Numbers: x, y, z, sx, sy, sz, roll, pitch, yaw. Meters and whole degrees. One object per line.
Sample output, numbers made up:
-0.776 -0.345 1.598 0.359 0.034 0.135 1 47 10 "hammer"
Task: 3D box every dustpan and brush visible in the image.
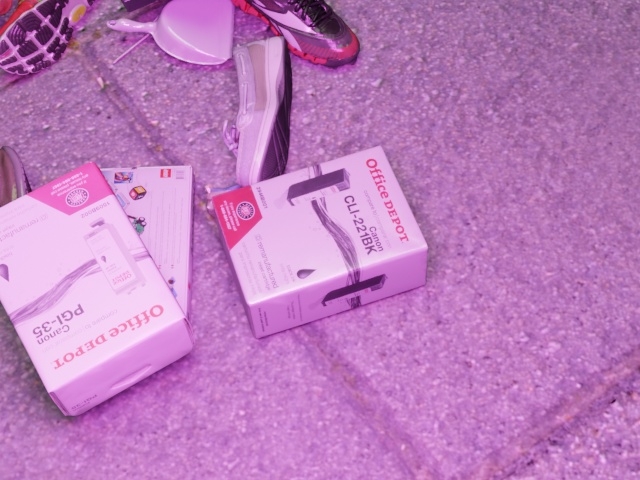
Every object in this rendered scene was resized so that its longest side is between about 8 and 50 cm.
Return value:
-0.259 -0.369 1.769 0.211 0.060 0.147 8 61 -14 "dustpan and brush"

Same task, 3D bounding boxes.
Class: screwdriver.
-0.298 -0.363 1.795 0.170 0.025 0.024 -41 66 -21 "screwdriver"

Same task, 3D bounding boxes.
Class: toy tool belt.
-0.137 -0.069 1.598 0.083 0.052 0.051 -7 68 -2 "toy tool belt"

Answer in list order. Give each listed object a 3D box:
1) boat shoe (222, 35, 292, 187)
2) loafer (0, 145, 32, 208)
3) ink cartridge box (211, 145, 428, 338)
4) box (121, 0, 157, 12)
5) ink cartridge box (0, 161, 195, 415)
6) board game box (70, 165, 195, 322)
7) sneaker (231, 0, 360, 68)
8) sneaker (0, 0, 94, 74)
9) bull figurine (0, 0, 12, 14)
-0.106 -0.200 1.642 0.103 0.118 0.320 -2 55 8 "boat shoe"
-0.480 -0.036 1.568 0.087 0.094 0.251 -14 60 -10 "loafer"
0.000 0.000 1.512 0.273 0.114 0.197 -17 60 -9 "ink cartridge box"
-0.202 -0.505 1.758 0.216 0.060 0.270 -6 36 43 "box"
-0.329 0.065 1.419 0.207 0.117 0.283 -29 68 -13 "ink cartridge box"
-0.290 0.027 1.545 0.193 0.053 0.305 -2 59 0 "board game box"
-0.045 -0.399 1.729 0.276 0.135 0.097 39 65 9 "sneaker"
-0.491 -0.395 1.798 0.118 0.107 0.279 12 56 31 "sneaker"
-0.680 -0.411 1.728 0.310 0.188 0.101 -15 42 6 "bull figurine"
